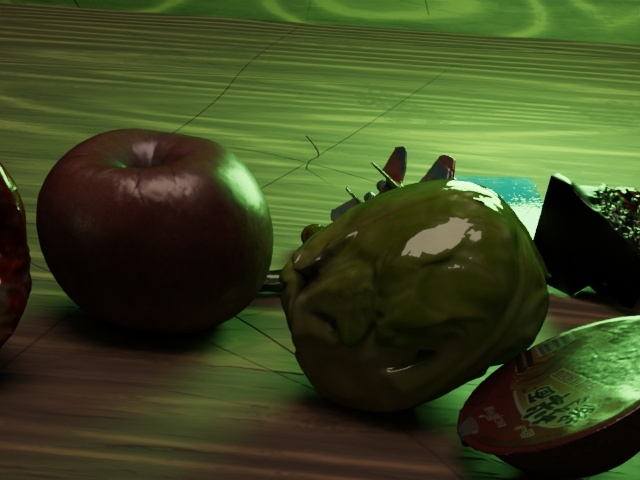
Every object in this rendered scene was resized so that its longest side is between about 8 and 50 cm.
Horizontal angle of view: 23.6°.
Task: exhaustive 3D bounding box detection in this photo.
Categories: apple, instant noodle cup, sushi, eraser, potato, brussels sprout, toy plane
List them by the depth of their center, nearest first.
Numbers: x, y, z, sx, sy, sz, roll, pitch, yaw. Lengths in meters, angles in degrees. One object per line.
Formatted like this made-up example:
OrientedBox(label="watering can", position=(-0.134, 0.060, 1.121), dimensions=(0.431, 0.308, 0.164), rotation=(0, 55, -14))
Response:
OrientedBox(label="instant noodle cup", position=(0.287, 0.188, 1.672), dimensions=(0.274, 0.090, 0.274), rotation=(-24, 16, 8))
OrientedBox(label="brussels sprout", position=(0.120, 0.057, 1.834), dimensions=(0.328, 0.247, 0.328), rotation=(-30, 17, 10))
OrientedBox(label="apple", position=(-0.214, -0.010, 1.990), dimensions=(0.306, 0.235, 0.305), rotation=(0, 25, 0))
OrientedBox(label="toy plane", position=(0.154, 0.011, 2.135), dimensions=(0.326, 0.223, 0.104), rotation=(47, 3, 28))
OrientedBox(label="sushi", position=(0.414, -0.003, 2.159), dimensions=(0.172, 0.153, 0.150), rotation=(28, 28, 31))
OrientedBox(label="potato", position=(0.000, 0.000, 2.252), dimensions=(0.051, 0.040, 0.083), rotation=(-10, 23, -17))
OrientedBox(label="eraser", position=(0.279, -0.031, 2.359), dimensions=(0.144, 0.042, 0.312), rotation=(0, 21, -2))

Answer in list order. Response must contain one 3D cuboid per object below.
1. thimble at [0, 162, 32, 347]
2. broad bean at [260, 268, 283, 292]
OrientedBox(label="thimble", position=(-0.524, 0.011, 1.783), dimensions=(0.350, 0.350, 0.231), rotation=(-11, 22, -30))
OrientedBox(label="broad bean", position=(-0.087, 0.050, 2.121), dimensions=(0.227, 0.039, 0.069), rotation=(1, 28, -7))
